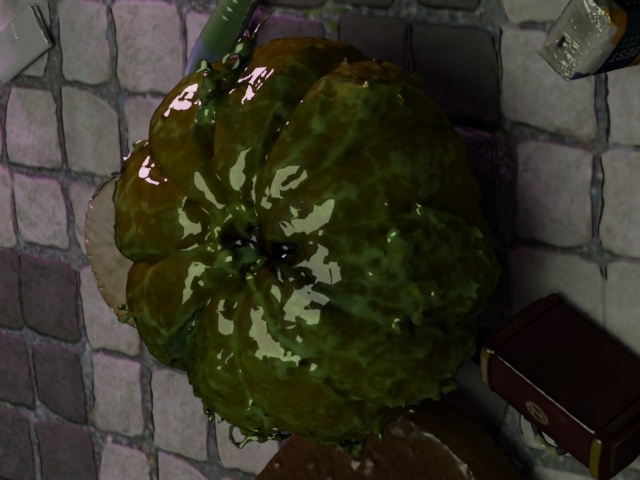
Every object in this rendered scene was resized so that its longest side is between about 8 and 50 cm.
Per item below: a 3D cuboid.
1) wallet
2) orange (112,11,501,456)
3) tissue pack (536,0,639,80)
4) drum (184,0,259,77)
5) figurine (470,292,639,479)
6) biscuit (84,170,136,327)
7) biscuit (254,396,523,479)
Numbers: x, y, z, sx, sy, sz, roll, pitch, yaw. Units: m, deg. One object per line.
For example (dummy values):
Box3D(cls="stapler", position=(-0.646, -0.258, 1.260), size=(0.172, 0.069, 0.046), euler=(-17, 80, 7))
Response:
Box3D(cls="wallet", position=(-0.275, -0.179, 1.754), size=(0.083, 0.011, 0.044), euler=(-32, 81, 44))
Box3D(cls="orange", position=(0.000, 0.000, 1.412), size=(0.301, 0.223, 0.300), euler=(47, 119, 21))
Box3D(cls="tissue pack", position=(0.193, -0.142, 1.282), size=(0.042, 0.083, 0.062), euler=(48, 130, 23))
Box3D(cls="drum", position=(-0.031, -0.209, 1.492), size=(0.130, 0.049, 0.253), euler=(36, 125, 29))
Box3D(cls="figurine", position=(0.171, 0.110, 1.402), size=(0.154, 0.082, 0.098), euler=(38, 146, 28))
Box3D(cls="biscuit", position=(-0.159, 0.011, 1.702), size=(0.152, 0.020, 0.152), euler=(16, 114, 39))
Box3D(cls="biscuit", position=(0.063, 0.293, 1.562), size=(0.314, 0.063, 0.367), euler=(50, 131, 15))
